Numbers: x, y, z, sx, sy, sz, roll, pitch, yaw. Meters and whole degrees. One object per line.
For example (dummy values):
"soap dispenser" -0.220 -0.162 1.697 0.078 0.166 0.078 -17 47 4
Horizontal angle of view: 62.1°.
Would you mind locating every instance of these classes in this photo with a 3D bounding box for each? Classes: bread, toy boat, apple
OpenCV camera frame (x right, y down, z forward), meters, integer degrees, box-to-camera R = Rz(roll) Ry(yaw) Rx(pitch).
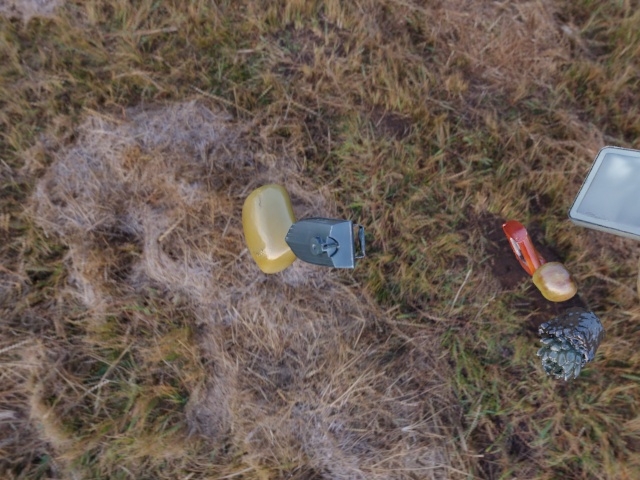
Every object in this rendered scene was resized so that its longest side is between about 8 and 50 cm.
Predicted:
"bread" -0.124 -0.032 1.261 0.147 0.098 0.217 -41 56 27
"toy boat" 0.000 0.000 1.051 0.103 0.246 0.093 -7 97 -28
"apple" 0.476 0.085 1.080 0.071 0.084 0.084 -36 68 24

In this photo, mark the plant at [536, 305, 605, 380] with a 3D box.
"plant" 0.656 0.270 1.410 0.194 0.129 0.132 -36 109 -24

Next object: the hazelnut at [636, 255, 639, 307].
"hazelnut" 0.731 0.069 0.994 0.261 0.261 0.241 12 29 2

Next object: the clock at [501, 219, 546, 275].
"clock" 0.603 0.018 1.570 0.061 0.155 0.113 -32 29 10

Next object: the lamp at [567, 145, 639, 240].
"lamp" 0.906 -0.141 1.560 0.266 0.047 0.269 24 83 48
